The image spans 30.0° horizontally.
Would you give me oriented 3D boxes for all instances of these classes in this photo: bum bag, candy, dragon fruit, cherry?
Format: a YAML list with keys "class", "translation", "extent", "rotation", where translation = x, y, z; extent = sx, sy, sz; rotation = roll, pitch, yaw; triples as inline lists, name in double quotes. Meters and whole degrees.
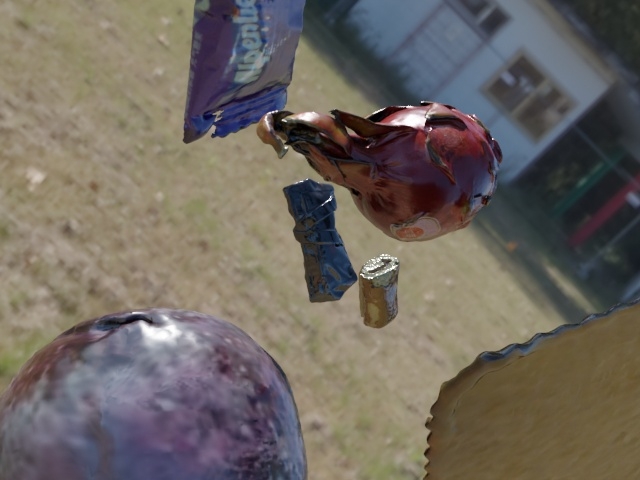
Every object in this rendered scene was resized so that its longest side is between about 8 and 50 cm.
- class: "bum bag"
  translation: [0.001, 0.000, 1.167]
  extent: [0.034, 0.058, 0.124]
  rotation: [8, -65, 63]
- class: "candy"
  translation: [-0.060, -0.216, 1.093]
  extent: [0.070, 0.275, 0.145]
  rotation: [38, 43, 29]
- class: "dragon fruit"
  translation: [0.039, -0.043, 0.755]
  extent: [0.190, 0.094, 0.094]
  rotation: [-1, 42, -40]
- class: "cherry"
  translation: [-0.093, 0.135, 0.650]
  extent: [0.195, 0.195, 0.195]
  rotation: [43, 13, -12]

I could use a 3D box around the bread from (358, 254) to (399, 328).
- class: "bread"
  translation: [0.060, 0.052, 1.235]
  extent: [0.036, 0.047, 0.083]
  rotation: [37, -32, 30]

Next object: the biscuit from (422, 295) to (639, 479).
- class: "biscuit"
  translation: [0.154, 0.086, 0.597]
  extent: [0.237, 0.232, 0.013]
  rotation: [89, -22, -54]
